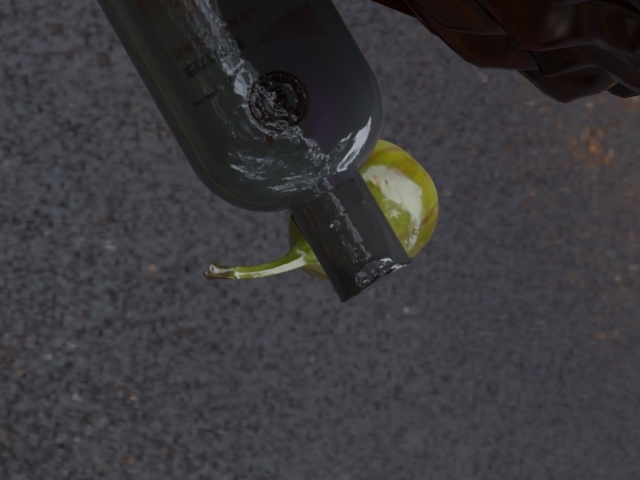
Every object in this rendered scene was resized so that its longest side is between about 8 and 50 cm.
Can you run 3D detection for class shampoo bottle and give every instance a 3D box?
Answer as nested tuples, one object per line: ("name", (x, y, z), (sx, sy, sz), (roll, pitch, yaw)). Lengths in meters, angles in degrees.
("shampoo bottle", (-0.019, -0.055, 0.535), (0.080, 0.040, 0.165), (-29, 84, -8))

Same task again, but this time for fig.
("fig", (-0.003, 0.000, 0.896), (0.166, 0.093, 0.093), (-34, 114, -17))

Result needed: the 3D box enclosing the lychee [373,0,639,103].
("lychee", (0.136, -0.226, 0.412), (0.424, 0.424, 0.500), (-12, 69, -43))
